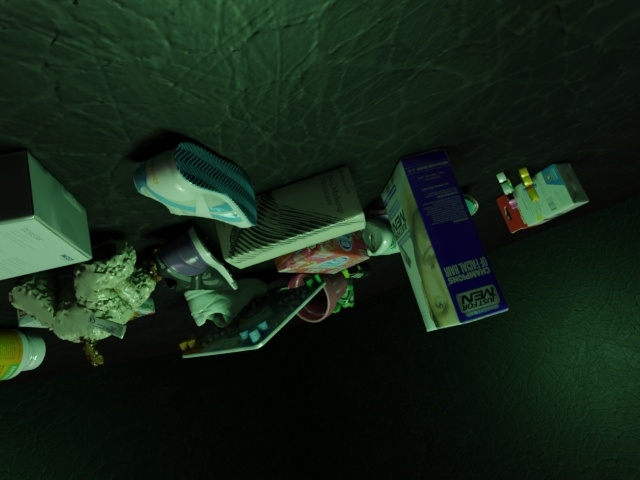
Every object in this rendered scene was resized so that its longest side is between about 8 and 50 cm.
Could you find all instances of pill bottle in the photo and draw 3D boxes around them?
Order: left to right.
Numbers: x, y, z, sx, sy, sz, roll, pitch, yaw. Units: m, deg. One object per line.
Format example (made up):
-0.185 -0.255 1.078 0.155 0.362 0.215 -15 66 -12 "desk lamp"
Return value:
-0.865 0.299 1.048 0.136 0.137 0.245 -20 165 10 "pill bottle"

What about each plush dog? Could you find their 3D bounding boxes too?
-0.430 0.110 0.826 0.262 0.211 0.225 -19 -169 14 "plush dog"

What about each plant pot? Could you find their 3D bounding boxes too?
0.002 0.187 1.546 0.201 0.201 0.180 -30 176 40 "plant pot"

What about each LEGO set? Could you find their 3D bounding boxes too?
0.581 -0.142 1.164 0.087 0.093 0.227 -25 163 26 "LEGO set"

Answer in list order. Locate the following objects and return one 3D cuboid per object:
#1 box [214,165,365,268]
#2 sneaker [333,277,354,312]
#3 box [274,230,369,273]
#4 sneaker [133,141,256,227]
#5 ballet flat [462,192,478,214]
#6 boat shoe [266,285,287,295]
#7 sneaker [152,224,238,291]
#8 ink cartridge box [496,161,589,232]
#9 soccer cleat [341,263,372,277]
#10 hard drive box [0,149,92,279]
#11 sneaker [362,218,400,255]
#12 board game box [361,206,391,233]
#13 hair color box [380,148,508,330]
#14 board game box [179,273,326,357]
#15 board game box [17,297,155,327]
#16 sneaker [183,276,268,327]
-0.058 -0.041 0.788 0.274 0.113 0.094 -20 164 4 "box"
0.009 0.262 1.832 0.134 0.147 0.343 0 168 -44 "sneaker"
0.000 0.000 0.962 0.122 0.128 0.256 -25 163 27 "box"
-0.174 -0.074 0.617 0.092 0.088 0.228 -15 159 19 "sneaker"
0.395 -0.095 1.195 0.079 0.077 0.221 -31 177 -26 "ballet flat"
-0.168 0.251 1.723 0.302 0.113 0.103 -26 165 -8 "boat shoe"
-0.279 0.064 0.900 0.124 0.107 0.283 -30 157 -8 "sneaker"
0.677 -0.126 1.250 0.077 0.134 0.231 -10 164 -25 "ink cartridge box"
0.161 0.129 1.730 0.178 0.060 0.072 -3 158 -35 "soccer cleat"
-0.446 -0.011 0.505 0.232 0.089 0.181 -13 164 -15 "hard drive box"
0.196 -0.015 1.081 0.150 0.094 0.256 -10 174 -2 "sneaker"
0.122 -0.028 1.190 0.145 0.027 0.281 -6 161 -31 "board game box"
0.241 0.007 0.845 0.110 0.339 0.185 -15 165 -9 "hair color box"
-0.226 0.246 1.359 0.389 0.050 0.390 -18 -168 37 "board game box"
-0.614 0.190 1.097 0.192 0.053 0.305 -17 165 0 "board game box"
-0.295 0.204 1.315 0.305 0.152 0.114 -3 157 -47 "sneaker"
